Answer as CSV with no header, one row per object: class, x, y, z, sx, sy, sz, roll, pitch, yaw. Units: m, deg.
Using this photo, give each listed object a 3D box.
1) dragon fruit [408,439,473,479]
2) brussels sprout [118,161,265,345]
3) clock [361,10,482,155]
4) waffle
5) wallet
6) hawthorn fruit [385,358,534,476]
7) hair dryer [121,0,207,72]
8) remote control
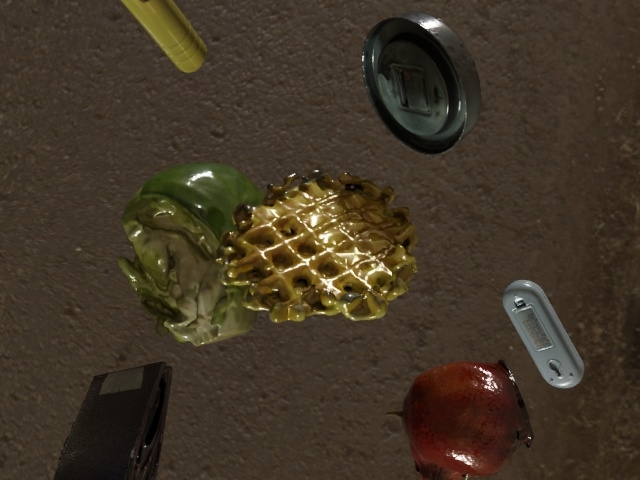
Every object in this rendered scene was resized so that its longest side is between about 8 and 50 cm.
dragon fruit,0.341,0.494,1.623,0.250,0.250,0.315,44,79,-23
brussels sprout,-0.229,0.023,1.292,0.314,0.275,0.372,-18,94,-63
clock,0.148,-0.232,0.927,0.042,0.215,0.215,-32,106,-24
waffle,0.001,-0.002,0.820,0.262,0.060,0.281,8,44,-2
wallet,-0.388,0.368,1.172,0.071,0.220,0.262,41,43,-41
hawthorn fruit,0.226,0.288,1.041,0.189,0.251,0.190,1,90,-67
hair dryer,-0.189,-0.255,0.583,0.090,0.135,0.279,-44,157,-1
remote control,0.456,0.194,1.277,0.047,0.087,0.244,-31,91,-54
